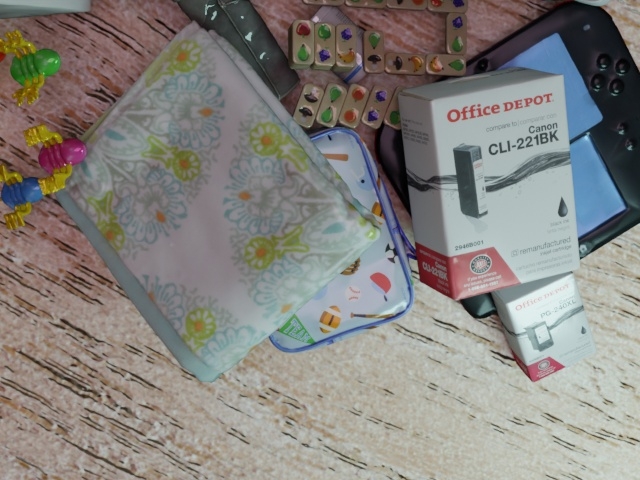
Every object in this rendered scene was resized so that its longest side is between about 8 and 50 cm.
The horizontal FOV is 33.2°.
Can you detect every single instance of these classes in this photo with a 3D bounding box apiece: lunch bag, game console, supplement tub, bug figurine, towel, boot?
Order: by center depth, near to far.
[{"bbox_3d":[-0.151,-0.049,1.400,0.320,0.090,0.374,-43,80,21],"label":"towel"},{"bbox_3d":[-0.394,-0.159,1.414,0.072,0.216,0.279,-23,103,-45],"label":"bug figurine"},{"bbox_3d":[-0.084,-0.292,1.441,0.190,0.076,0.208,-29,113,11],"label":"boot"},{"bbox_3d":[0.027,-0.272,1.484,0.107,0.071,0.071,42,93,-9],"label":"supplement tub"},{"bbox_3d":[0.000,0.000,1.501,0.243,0.115,0.303,-20,99,-4],"label":"lunch bag"},{"bbox_3d":[0.302,-0.118,1.537,0.387,0.060,0.342,-31,99,0],"label":"game console"}]

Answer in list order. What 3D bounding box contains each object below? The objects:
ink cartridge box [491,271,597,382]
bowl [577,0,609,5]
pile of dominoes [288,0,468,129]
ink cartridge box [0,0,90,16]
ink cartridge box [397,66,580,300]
[{"bbox_3d":[0.321,0.112,1.547,0.109,0.063,0.150,-25,118,-2],"label":"ink cartridge box"},{"bbox_3d":[0.374,-0.394,1.481,0.053,0.142,0.142,22,99,-53],"label":"bowl"},{"bbox_3d":[0.083,-0.247,1.437,0.251,0.040,0.196,0,88,-12],"label":"pile of dominoes"},{"bbox_3d":[-0.418,-0.469,1.296,0.160,0.279,0.384,3,100,19],"label":"ink cartridge box"},{"bbox_3d":[0.226,-0.081,1.437,0.197,0.114,0.272,-13,105,-17],"label":"ink cartridge box"}]
